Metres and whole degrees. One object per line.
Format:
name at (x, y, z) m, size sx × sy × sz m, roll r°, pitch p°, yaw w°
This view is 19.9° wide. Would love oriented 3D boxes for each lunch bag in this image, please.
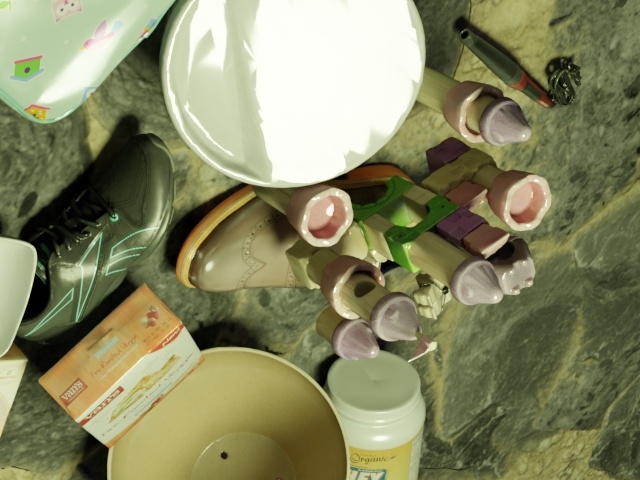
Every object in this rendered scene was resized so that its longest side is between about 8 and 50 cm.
lunch bag at (-0.243, -0.267, 1.693) m, size 0.279 × 0.108 × 0.224 m, roll -49°, pitch 140°, yaw -1°

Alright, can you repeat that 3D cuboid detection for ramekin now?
ramekin at (-0.040, -0.199, 1.873) m, size 0.273 × 0.127 × 0.273 m, roll -7°, pitch 118°, yaw -13°

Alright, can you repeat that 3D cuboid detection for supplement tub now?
supplement tub at (0.064, 0.258, 2.414) m, size 0.144 × 0.144 × 0.199 m, roll -23°, pitch 135°, yaw -29°

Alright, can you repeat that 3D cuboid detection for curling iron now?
curling iron at (0.246, -0.220, 2.274) m, size 0.274 × 0.035 × 0.068 m, roll 17°, pitch 104°, yaw -51°

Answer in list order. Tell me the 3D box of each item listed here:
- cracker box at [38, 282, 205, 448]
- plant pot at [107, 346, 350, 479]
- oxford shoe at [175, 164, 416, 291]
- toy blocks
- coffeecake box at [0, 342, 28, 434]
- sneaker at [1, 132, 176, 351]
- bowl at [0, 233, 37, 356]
cracker box at (-0.216, 0.144, 2.032) m, size 0.156 × 0.067 × 0.232 m, roll -43°, pitch 167°, yaw -7°
plant pot at (-0.101, 0.284, 2.208) m, size 0.284 × 0.284 × 0.191 m, roll -44°, pitch 168°, yaw -7°
oxford shoe at (0.000, 0.000, 2.139) m, size 0.364 × 0.133 × 0.130 m, roll -17°, pitch 133°, yaw -34°
toy blocks at (0.136, 0.016, 1.993) m, size 0.288 × 0.260 × 0.309 m, roll -34°, pitch 128°, yaw -19°
coffeecake box at (-0.413, 0.188, 1.949) m, size 0.142 × 0.068 × 0.185 m, roll 0°, pitch 121°, yaw -43°
sneaker at (-0.244, 0.003, 1.931) m, size 0.106 × 0.101 × 0.267 m, roll 13°, pitch 112°, yaw -47°
bowl at (-0.373, 0.050, 1.870) m, size 0.142 × 0.053 × 0.142 m, roll 5°, pitch 112°, yaw -42°
